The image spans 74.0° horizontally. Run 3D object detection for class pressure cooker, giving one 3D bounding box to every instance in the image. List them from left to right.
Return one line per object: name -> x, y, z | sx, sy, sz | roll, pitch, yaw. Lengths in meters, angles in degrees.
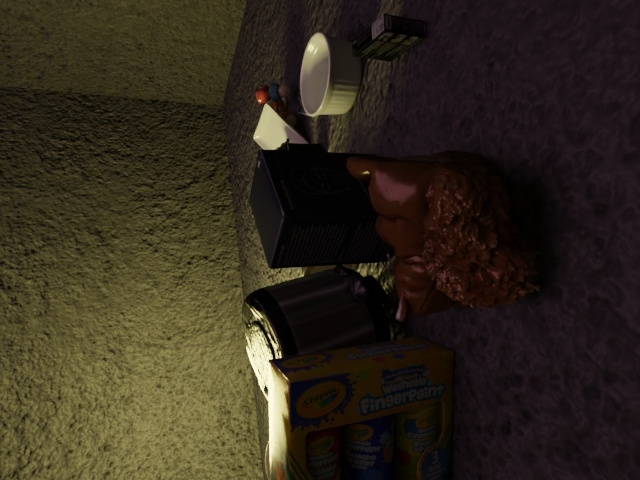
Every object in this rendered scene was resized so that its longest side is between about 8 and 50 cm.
pressure cooker -> 0.011, 0.272, 1.287 | 0.369, 0.419, 0.376 | -4, 99, 61

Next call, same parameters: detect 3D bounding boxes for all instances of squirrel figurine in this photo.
squirrel figurine -> 0.249, 0.014, 0.909 | 0.397, 0.280, 0.371 | -140, 46, -64

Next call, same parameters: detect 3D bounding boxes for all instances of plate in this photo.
plate -> -0.184, -0.478, 2.017 | 0.278, 0.045, 0.277 | 45, 149, 2

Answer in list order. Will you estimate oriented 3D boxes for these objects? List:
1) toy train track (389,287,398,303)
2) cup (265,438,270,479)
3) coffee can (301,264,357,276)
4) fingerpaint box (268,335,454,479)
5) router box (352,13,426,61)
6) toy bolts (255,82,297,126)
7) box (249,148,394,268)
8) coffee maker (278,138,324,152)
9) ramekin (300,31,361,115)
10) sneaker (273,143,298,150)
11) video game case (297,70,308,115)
toy train track -> 0.235, 0.166, 1.268 | 0.083, 0.014, 0.048 | -11, 75, 61
cup -> -0.005, 0.795, 1.570 | 0.236, 0.330, 0.332 | 3, 96, 41
coffee can -> 0.000, 0.000, 1.569 | 0.202, 0.201, 0.276 | 115, 145, -47
fingerpaint box -> 0.107, 0.460, 1.044 | 0.163, 0.444, 0.372 | -171, 80, -66
router box -> 0.185, -0.553, 1.169 | 0.179, 0.133, 0.046 | -177, 85, -67
toy bolts -> -0.185, -0.661, 2.056 | 0.218, 0.158, 0.229 | -65, -35, -41
box -> 0.018, -0.098, 1.270 | 0.212, 0.394, 0.294 | 111, 149, -42
coffee maker -> -0.074, -0.343, 1.744 | 0.171, 0.178, 0.120 | 167, 98, -69
ramekin -> 0.036, -0.586, 1.520 | 0.277, 0.135, 0.278 | 177, 90, -67
sneaker -> -0.110, -0.272, 1.924 | 0.148, 0.131, 0.351 | -15, 91, 36
video game case -> -0.055, -0.650, 1.875 | 0.201, 0.023, 0.184 | -139, 51, -59
